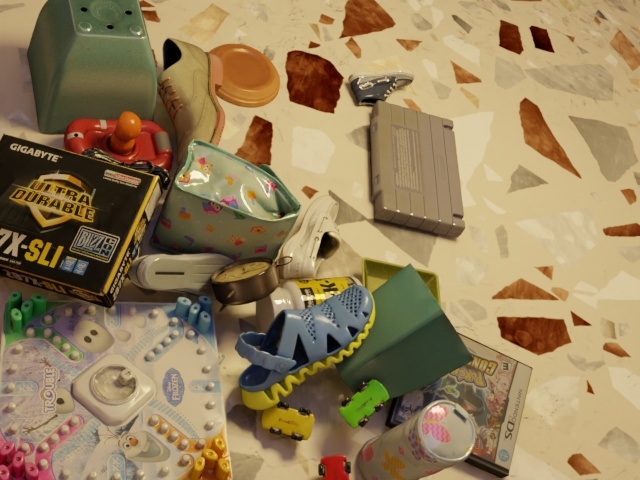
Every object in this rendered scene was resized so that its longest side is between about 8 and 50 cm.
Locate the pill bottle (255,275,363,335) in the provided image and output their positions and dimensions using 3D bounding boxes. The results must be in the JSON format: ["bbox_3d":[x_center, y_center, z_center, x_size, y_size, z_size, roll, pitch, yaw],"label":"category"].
[{"bbox_3d":[-0.019,0.139,1.772,0.208,0.119,0.119,-4,59,-27],"label":"pill bottle"}]

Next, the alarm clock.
[{"bbox_3d":[-0.130,0.073,1.696,0.192,0.129,0.064,-29,112,-32],"label":"alarm clock"}]

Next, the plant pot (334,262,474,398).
[{"bbox_3d":[0.143,0.202,1.715,0.234,0.166,0.165,-34,37,4],"label":"plant pot"}]

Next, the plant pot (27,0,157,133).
[{"bbox_3d":[-0.479,-0.403,1.862,0.247,0.252,0.248,-3,58,-26],"label":"plant pot"}]

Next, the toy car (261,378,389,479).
[{"bbox_3d":[0.036,0.353,1.642,0.225,0.053,0.239,-40,77,-10],"label":"toy car"}]

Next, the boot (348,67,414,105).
[{"bbox_3d":[0.168,-0.397,2.281,0.189,0.069,0.086,-8,67,-20],"label":"boot"}]

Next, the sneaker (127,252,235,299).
[{"bbox_3d":[-0.264,0.061,1.723,0.258,0.091,0.094,13,89,-45],"label":"sneaker"}]

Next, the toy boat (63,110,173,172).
[{"bbox_3d":[-0.416,-0.211,1.818,0.231,0.151,0.151,-3,58,-27],"label":"toy boat"}]

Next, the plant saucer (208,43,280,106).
[{"bbox_3d":[-0.191,-0.415,2.142,0.199,0.037,0.200,12,53,-16],"label":"plant saucer"}]

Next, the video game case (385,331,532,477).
[{"bbox_3d":[0.293,0.322,1.804,0.274,0.035,0.248,26,61,-8],"label":"video game case"}]

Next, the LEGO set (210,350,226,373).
[{"bbox_3d":[-0.312,0.269,1.608,0.182,0.060,0.244,26,46,7],"label":"LEGO set"}]

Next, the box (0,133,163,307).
[{"bbox_3d":[-0.491,-0.040,1.620,0.321,0.079,0.257,16,67,7],"label":"box"}]

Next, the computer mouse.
[{"bbox_3d":[-0.409,-0.038,1.735,0.188,0.072,0.272,14,64,-23],"label":"computer mouse"}]

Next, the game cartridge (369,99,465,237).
[{"bbox_3d":[0.233,-0.181,2.156,0.230,0.068,0.355,10,53,-13],"label":"game cartridge"}]

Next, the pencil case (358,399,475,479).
[{"bbox_3d":[0.174,0.381,1.592,0.124,0.273,0.114,-30,79,-32],"label":"pencil case"}]

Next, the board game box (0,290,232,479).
[{"bbox_3d":[-0.362,0.252,1.529,0.389,0.050,0.390,3,48,-18],"label":"board game box"}]

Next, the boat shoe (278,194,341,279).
[{"bbox_3d":[0.000,0.000,1.864,0.096,0.098,0.277,11,39,16],"label":"boat shoe"}]

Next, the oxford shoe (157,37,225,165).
[{"bbox_3d":[-0.305,-0.294,1.919,0.146,0.140,0.397,27,36,-32],"label":"oxford shoe"}]

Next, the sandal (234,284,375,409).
[{"bbox_3d":[-0.036,0.181,1.638,0.317,0.126,0.138,-36,119,-12],"label":"sandal"}]

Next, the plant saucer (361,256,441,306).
[{"bbox_3d":[0.171,0.142,1.903,0.188,0.045,0.189,12,53,-16],"label":"plant saucer"}]

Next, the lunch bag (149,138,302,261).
[{"bbox_3d":[-0.185,-0.054,1.764,0.262,0.223,0.160,20,51,-11],"label":"lunch bag"}]
